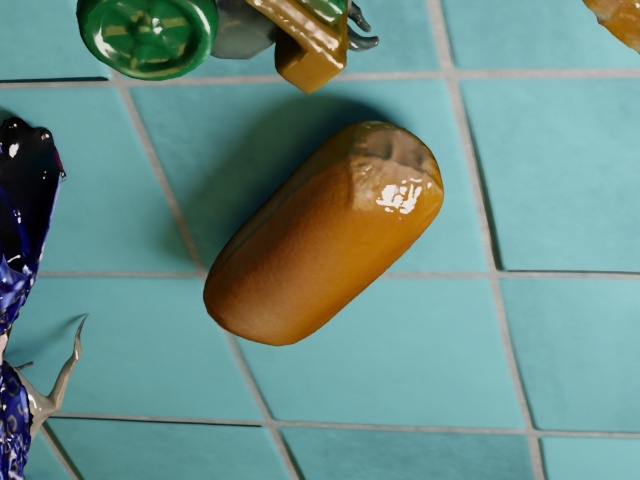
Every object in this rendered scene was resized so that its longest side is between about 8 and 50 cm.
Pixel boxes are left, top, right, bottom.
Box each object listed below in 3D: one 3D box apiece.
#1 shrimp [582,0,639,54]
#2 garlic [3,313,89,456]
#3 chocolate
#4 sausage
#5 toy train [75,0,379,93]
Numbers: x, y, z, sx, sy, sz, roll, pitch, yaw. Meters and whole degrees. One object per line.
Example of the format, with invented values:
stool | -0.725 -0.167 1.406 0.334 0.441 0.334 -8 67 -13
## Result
shrimp | 0.243 -0.174 1.089 0.161 0.049 0.166 34 132 -27
garlic | -0.414 0.136 1.636 0.340 0.231 0.246 4 107 -22
chocolate | -0.273 0.060 1.411 0.148 0.126 0.343 -15 134 -40
sausage | -0.001 0.000 1.350 0.105 0.105 0.274 23 144 -17
toy train | -0.084 -0.247 0.962 0.249 0.178 0.429 -31 129 32
